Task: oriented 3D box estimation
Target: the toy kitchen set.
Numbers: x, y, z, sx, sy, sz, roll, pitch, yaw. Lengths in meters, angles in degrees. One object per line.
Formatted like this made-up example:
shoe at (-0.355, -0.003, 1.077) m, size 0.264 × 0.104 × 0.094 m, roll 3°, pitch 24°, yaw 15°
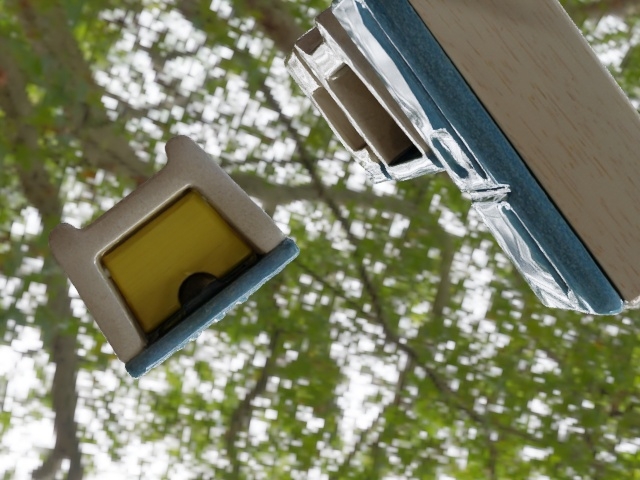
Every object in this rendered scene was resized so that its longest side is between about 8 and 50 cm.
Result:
toy kitchen set at (0.000, 0.000, 0.474) m, size 0.166 × 0.122 × 0.207 m, roll -38°, pitch -176°, yaw -6°
